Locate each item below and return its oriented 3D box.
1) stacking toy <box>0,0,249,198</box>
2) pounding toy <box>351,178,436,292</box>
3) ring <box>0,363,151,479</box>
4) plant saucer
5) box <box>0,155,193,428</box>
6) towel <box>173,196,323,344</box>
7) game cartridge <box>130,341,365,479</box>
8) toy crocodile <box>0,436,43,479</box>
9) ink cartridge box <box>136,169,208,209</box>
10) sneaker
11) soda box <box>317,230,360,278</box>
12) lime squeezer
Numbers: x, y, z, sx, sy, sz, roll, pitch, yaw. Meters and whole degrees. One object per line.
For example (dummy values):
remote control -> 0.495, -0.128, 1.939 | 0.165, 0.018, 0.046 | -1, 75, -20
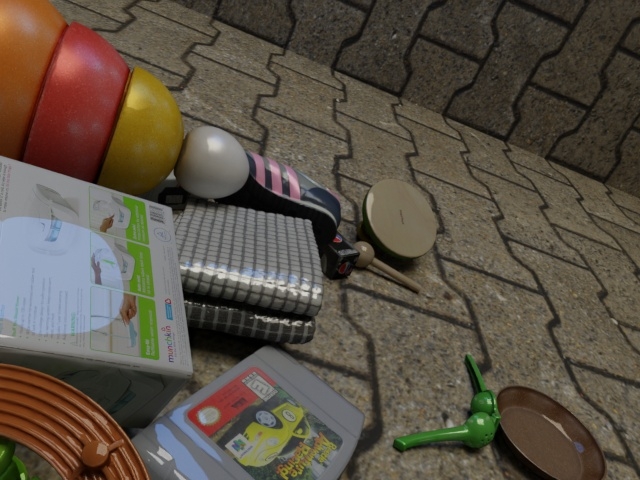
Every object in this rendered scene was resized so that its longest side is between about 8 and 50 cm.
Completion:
stacking toy -> -0.339, -0.168, 0.952 | 0.480, 0.350, 0.350 | 21, 28, -22
pounding toy -> 0.140, -0.008, 1.330 | 0.183, 0.110, 0.237 | 30, 56, -16
ring -> -0.283, 0.244, 0.440 | 0.336, 0.032, 0.336 | 6, 57, -10
plant saucer -> 0.361, 0.319, 0.997 | 0.198, 0.036, 0.198 | 20, 28, -11
box -> -0.282, 0.055, 0.690 | 0.231, 0.127, 0.262 | 17, 38, -35
towel -> -0.128, 0.045, 0.956 | 0.235, 0.121, 0.284 | 11, 21, -11
game cartridge -> -0.069, 0.246, 0.754 | 0.196, 0.060, 0.294 | 39, 30, 15
toy crocodile -> -0.256, 0.245, 0.532 | 0.340, 0.115, 0.105 | 29, 46, 7
ink cartridge box -> -0.305, -0.121, 1.153 | 0.175, 0.072, 0.127 | -6, 41, -44
sneaker -> -0.104, -0.107, 1.151 | 0.319, 0.112, 0.131 | 32, 35, -9
soda box -> 0.000, 0.000, 1.213 | 0.053, 0.060, 0.169 | -6, 41, -41
lime squeezer -> 0.229, 0.270, 0.974 | 0.110, 0.059, 0.310 | 5, 17, 31
